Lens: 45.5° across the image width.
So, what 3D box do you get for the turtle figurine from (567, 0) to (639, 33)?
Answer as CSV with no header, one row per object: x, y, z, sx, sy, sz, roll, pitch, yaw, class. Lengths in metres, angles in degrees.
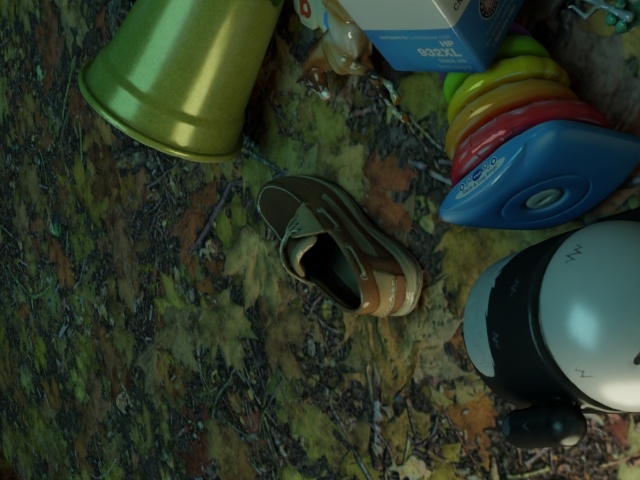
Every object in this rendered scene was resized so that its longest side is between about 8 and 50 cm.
0.315,-0.268,0.641,0.234,0.118,0.175,19,128,30,turtle figurine

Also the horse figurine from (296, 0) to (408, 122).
0.049,-0.259,0.948,0.174,0.066,0.263,44,153,25,horse figurine

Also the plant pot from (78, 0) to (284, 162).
-0.189,-0.300,1.154,0.276,0.276,0.253,50,122,31,plant pot

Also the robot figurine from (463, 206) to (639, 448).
0.247,0.081,0.730,0.278,0.174,0.209,139,122,-71,robot figurine

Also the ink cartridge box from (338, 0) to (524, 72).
0.083,-0.337,0.700,0.129,0.307,0.223,18,74,46,ink cartridge box

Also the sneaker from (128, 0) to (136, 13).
-0.280,-0.473,1.302,0.107,0.124,0.283,20,114,46,sneaker

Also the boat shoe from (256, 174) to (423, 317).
0.000,0.000,1.081,0.324,0.116,0.123,35,124,40,boat shoe

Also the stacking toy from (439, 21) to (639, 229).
0.190,-0.170,0.814,0.175,0.166,0.301,-44,51,47,stacking toy

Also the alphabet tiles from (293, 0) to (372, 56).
0.014,-0.385,0.986,0.284,0.021,0.277,41,149,37,alphabet tiles
